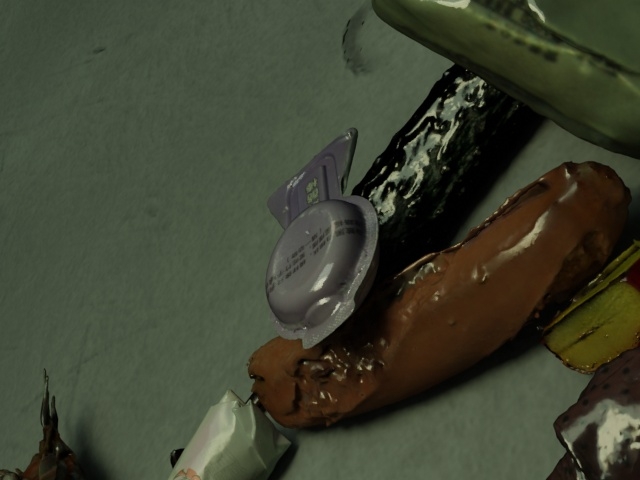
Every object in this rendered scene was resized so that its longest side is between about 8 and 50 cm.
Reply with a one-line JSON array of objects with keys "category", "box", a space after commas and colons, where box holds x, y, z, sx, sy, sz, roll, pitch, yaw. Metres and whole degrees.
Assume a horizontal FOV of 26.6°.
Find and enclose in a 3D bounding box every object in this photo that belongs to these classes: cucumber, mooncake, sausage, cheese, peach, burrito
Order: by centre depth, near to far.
[{"category": "peach", "box": [0.172, 0.043, 0.788, 0.083, 0.050, 0.077, -40, 2, -3]}, {"category": "mooncake", "box": [0.168, -0.196, 0.848, 0.250, 0.136, 0.254, 28, 77, 14]}, {"category": "sausage", "box": [0.070, 0.051, 0.896, 0.326, 0.079, 0.087, -32, 52, 36]}, {"category": "cheese", "box": [0.000, 0.000, 0.929, 0.105, 0.042, 0.191, -40, 32, 25]}, {"category": "cucumber", "box": [0.113, -0.092, 0.969, 0.303, 0.072, 0.081, -52, 20, 6]}, {"category": "burrito", "box": [-0.094, 0.205, 0.994, 0.203, 0.064, 0.064, -57, 32, 2]}]

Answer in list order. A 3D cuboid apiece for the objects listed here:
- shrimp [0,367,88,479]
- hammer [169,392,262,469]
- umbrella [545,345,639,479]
[{"category": "shrimp", "box": [-0.240, 0.239, 1.109, 0.145, 0.116, 0.343, -21, 38, 9]}, {"category": "hammer", "box": [-0.056, 0.127, 1.048, 0.178, 0.021, 0.065, -52, 31, 5]}, {"category": "umbrella", "box": [0.194, 0.077, 0.697, 0.326, 0.090, 0.094, -51, 54, 8]}]
